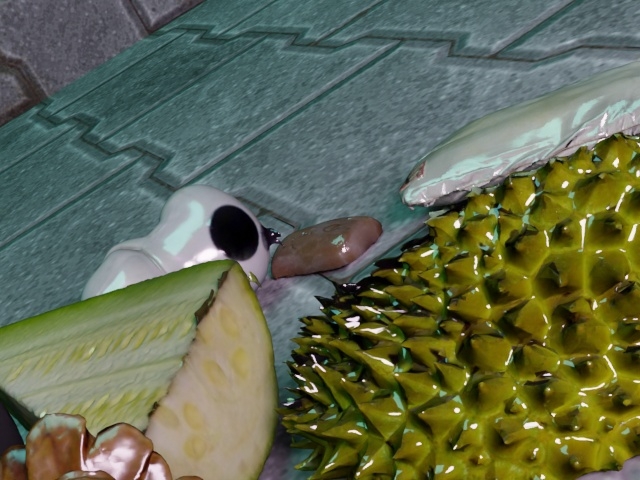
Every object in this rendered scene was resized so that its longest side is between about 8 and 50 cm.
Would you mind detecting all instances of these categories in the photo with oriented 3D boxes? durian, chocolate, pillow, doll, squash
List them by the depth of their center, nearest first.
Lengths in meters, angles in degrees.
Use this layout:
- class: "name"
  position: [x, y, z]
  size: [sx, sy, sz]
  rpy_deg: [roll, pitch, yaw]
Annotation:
- class: "durian"
  position: [0.134, 0.046, 0.589]
  size: [0.352, 0.158, 0.169]
  rpy_deg: [-27, -13, 7]
- class: "squash"
  position: [-0.164, 0.134, 0.710]
  size: [0.289, 0.111, 0.203]
  rpy_deg: [-19, 28, 29]
- class: "pillow"
  position: [0.176, -0.083, 0.847]
  size: [0.229, 0.051, 0.128]
  rpy_deg: [-20, 16, 20]
- class: "doll"
  position: [-0.125, 0.036, 0.881]
  size: [0.181, 0.110, 0.107]
  rpy_deg: [-40, 34, -24]
- class: "chocolate"
  position: [0.000, 0.000, 0.910]
  size: [0.101, 0.031, 0.064]
  rpy_deg: [-10, 24, 42]

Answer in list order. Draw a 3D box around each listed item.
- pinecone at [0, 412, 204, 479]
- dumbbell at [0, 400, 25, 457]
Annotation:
- class: "pinecone"
  position: [-0.120, 0.183, 0.479]
  size: [0.195, 0.150, 0.179]
  rpy_deg: [47, 122, 56]
- class: "dumbbell"
  position: [-0.358, 0.187, 0.740]
  size: [0.388, 0.185, 0.185]
  rpy_deg: [-12, 28, 37]
